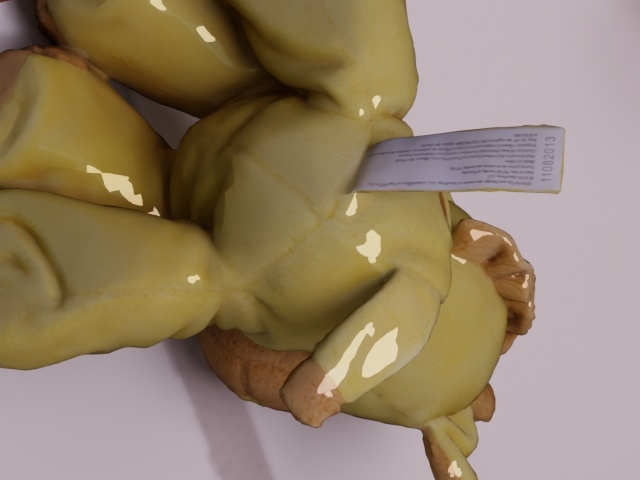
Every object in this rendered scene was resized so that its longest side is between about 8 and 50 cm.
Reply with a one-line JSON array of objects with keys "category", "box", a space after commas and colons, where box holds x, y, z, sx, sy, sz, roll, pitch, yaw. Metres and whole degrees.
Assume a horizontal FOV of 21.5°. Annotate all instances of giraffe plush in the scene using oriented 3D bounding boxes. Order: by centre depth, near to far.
[{"category": "giraffe plush", "box": [0.000, 0.000, 0.565, 0.181, 0.210, 0.170, -64, 151, -15]}]

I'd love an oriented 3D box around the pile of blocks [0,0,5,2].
[{"category": "pile of blocks", "box": [-0.119, -0.085, 0.471, 0.112, 0.149, 0.362, 24, 86, -16]}]
